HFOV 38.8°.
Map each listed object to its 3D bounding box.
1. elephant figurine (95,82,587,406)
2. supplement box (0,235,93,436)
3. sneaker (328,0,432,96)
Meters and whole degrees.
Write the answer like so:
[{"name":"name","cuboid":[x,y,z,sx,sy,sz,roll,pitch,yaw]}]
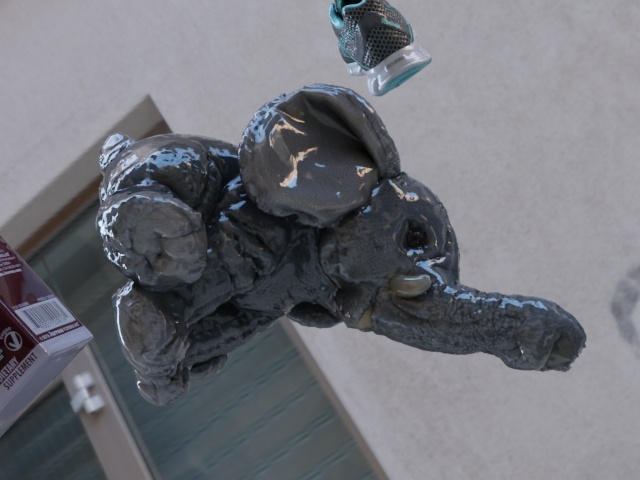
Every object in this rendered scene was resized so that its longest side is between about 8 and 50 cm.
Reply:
[{"name":"elephant figurine","cuboid":[0.000,0.000,0.534,0.239,0.186,0.169,-13,4,-7]},{"name":"supplement box","cuboid":[-0.304,0.035,0.686,0.130,0.239,0.073,-46,-6,14]},{"name":"sneaker","cuboid":[0.037,-0.167,0.702,0.065,0.166,0.076,-33,-70,2]}]
